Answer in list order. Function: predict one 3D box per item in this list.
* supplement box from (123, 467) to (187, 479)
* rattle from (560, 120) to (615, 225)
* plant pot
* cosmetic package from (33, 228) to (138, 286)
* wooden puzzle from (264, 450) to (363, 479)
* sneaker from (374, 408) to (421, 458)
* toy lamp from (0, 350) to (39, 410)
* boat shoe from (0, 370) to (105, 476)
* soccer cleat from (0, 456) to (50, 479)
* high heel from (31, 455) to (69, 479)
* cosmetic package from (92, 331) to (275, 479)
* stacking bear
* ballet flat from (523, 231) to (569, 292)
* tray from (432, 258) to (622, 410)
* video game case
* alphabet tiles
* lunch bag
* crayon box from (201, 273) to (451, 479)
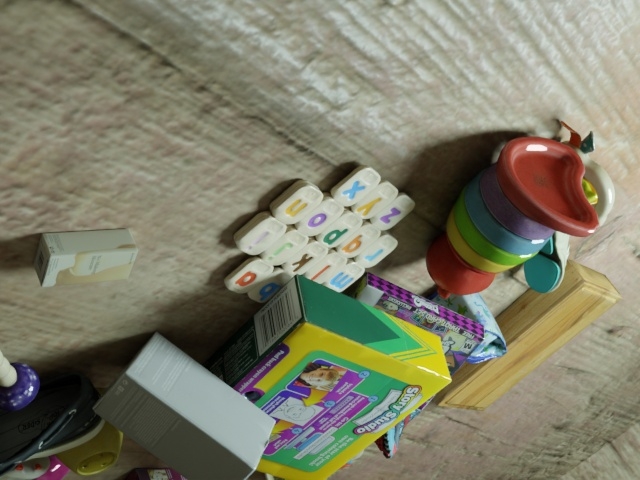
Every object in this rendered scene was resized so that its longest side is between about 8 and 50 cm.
[{"bbox_3d":[-0.283,0.497,1.743,0.188,0.104,0.081,14,128,-47],"label":"supplement box"},{"bbox_3d":[0.442,-0.132,1.501,0.143,0.130,0.199,-28,122,-23],"label":"rattle"},{"bbox_3d":[-0.365,0.310,1.434,0.134,0.095,0.134,-20,146,-14],"label":"plant pot"},{"bbox_3d":[-0.294,0.021,1.149,0.115,0.041,0.060,-5,139,-33],"label":"cosmetic package"},{"bbox_3d":[-0.008,0.465,1.971,0.239,0.044,0.221,-23,146,-12],"label":"wooden puzzle"},{"bbox_3d":[0.169,0.369,1.928,0.125,0.104,0.262,-22,147,-16],"label":"sneaker"},{"bbox_3d":[-0.430,0.127,1.156,0.080,0.080,0.274,-23,149,-10],"label":"toy lamp"},{"bbox_3d":[-0.468,0.277,1.281,0.340,0.127,0.113,-17,144,-22],"label":"boat shoe"},{"bbox_3d":[-0.514,0.342,1.393,0.196,0.068,0.076,10,134,-36],"label":"soccer cleat"},{"bbox_3d":[-0.505,0.441,1.517,0.117,0.082,0.244,13,116,-34],"label":"high heel"},{"bbox_3d":[-0.196,0.261,1.357,0.107,0.238,0.127,-47,-175,26],"label":"cosmetic package"},{"bbox_3d":[0.273,-0.015,1.450,0.164,0.175,0.289,15,139,-21],"label":"stacking bear"},{"bbox_3d":[0.423,0.007,1.669,0.086,0.086,0.248,-25,146,-8],"label":"ballet flat"},{"bbox_3d":[0.430,0.214,1.951,0.411,0.076,0.203,-46,145,21],"label":"tray"},{"bbox_3d":[0.131,0.179,1.586,0.232,0.042,0.210,26,125,-12],"label":"video game case"},{"bbox_3d":[0.000,0.000,1.371,0.278,0.021,0.284,-40,146,15],"label":"alphabet tiles"},{"bbox_3d":[0.278,0.152,1.695,0.096,0.129,0.151,-39,148,23],"label":"lunch bag"},{"bbox_3d":[-0.022,0.247,1.512,0.313,0.106,0.363,25,125,-33],"label":"crayon box"}]
